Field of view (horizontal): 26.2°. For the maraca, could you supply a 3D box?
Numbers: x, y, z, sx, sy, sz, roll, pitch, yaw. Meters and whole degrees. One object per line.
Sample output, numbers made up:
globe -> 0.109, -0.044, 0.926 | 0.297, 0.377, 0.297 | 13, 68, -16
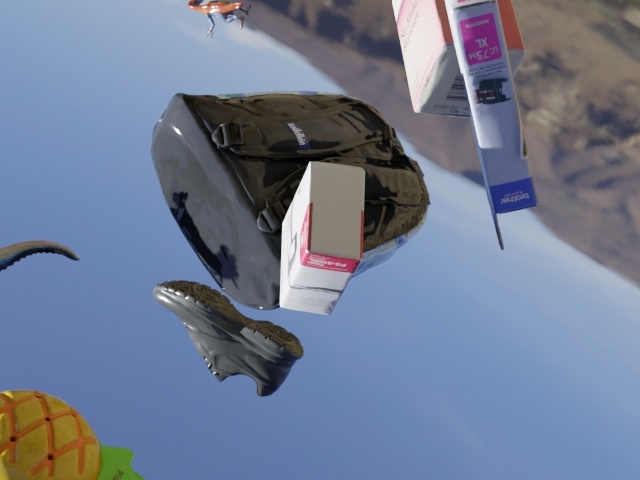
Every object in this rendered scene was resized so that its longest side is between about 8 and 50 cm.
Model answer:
maraca -> -0.255, 0.207, 1.307 | 0.185, 0.099, 0.127 | 27, -141, -6

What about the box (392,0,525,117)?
box -> 0.195, -0.311, 1.992 | 0.126, 0.149, 0.232 | 3, -128, -15

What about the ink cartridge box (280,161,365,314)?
ink cartridge box -> 0.000, 0.000, 1.477 | 0.063, 0.109, 0.150 | 7, 153, -11

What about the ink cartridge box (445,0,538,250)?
ink cartridge box -> 0.203, -0.166, 1.642 | 0.065, 0.311, 0.186 | -11, -153, 6

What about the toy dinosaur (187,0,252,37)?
toy dinosaur -> -0.129, -0.296, 1.734 | 0.082, 0.047, 0.090 | 18, 155, 5

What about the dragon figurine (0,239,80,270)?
dragon figurine -> -0.457, 0.047, 1.717 | 0.289, 0.144, 0.085 | 8, -176, -22

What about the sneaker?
sneaker -> -0.175, 0.168, 2.370 | 0.286, 0.130, 0.109 | 31, -165, 13

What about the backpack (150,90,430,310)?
backpack -> -0.021, -0.061, 1.765 | 0.355, 0.273, 0.290 | -24, -105, -38
